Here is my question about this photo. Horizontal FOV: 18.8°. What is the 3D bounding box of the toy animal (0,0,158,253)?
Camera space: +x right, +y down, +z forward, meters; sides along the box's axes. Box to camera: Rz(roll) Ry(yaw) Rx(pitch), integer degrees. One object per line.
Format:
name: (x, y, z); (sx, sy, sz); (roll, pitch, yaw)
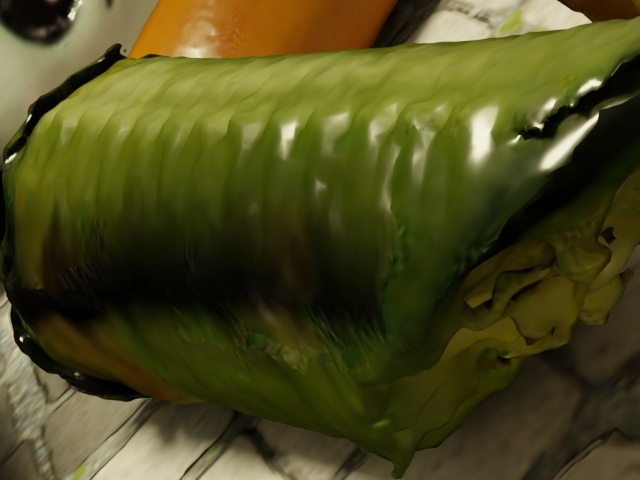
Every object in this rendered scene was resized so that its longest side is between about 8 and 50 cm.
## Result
toy animal: (-0.204, -0.095, 1.011); (0.267, 0.212, 0.212); (-48, 20, 15)

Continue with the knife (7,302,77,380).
knife: (-0.058, -0.047, 0.878); (0.073, 0.040, 0.265); (-11, 40, 40)

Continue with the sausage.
sausage: (-0.006, -0.121, 0.834); (0.098, 0.098, 0.238); (-17, 38, 53)

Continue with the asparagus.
asparagus: (0.000, 0.000, 0.577); (0.382, 0.108, 0.128); (4, 90, 61)

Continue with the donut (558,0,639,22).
donut: (0.157, -0.121, 0.472); (0.295, 0.151, 0.112); (-6, 30, 42)
